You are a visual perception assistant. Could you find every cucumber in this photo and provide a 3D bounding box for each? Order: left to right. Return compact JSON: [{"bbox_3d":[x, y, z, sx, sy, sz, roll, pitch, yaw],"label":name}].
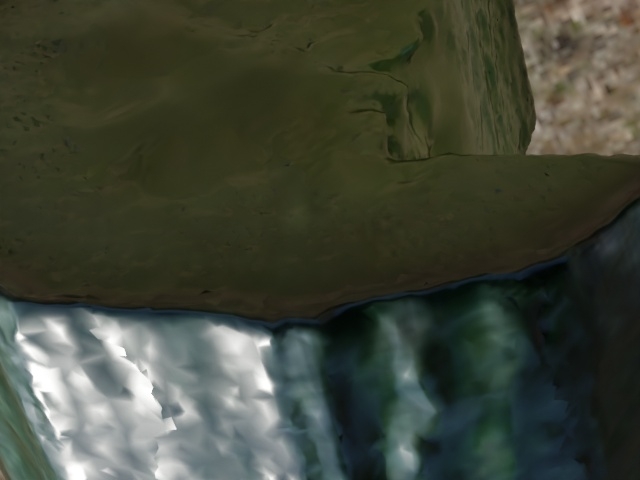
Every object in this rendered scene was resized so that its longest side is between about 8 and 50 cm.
[{"bbox_3d":[-0.010,-0.001,0.431,0.191,0.191,0.130,-16,137,-9],"label":"cucumber"}]
